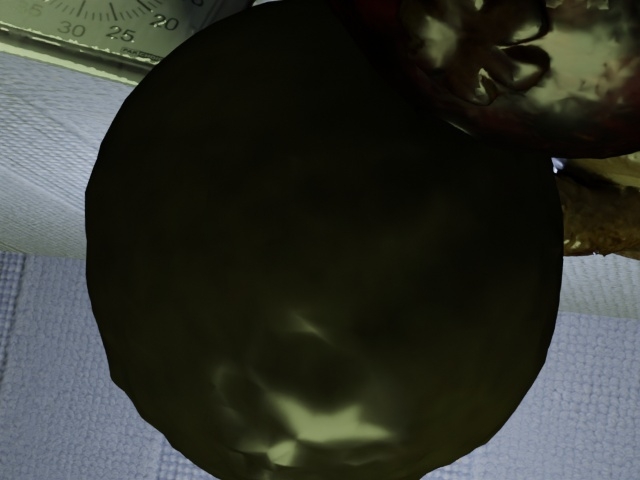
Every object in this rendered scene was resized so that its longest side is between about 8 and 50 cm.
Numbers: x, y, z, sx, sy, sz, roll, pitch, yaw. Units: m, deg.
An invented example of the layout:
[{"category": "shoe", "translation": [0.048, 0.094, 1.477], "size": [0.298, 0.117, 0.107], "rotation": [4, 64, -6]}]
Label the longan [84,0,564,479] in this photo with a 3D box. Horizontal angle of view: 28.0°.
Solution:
[{"category": "longan", "translation": [-0.003, 0.008, 1.052], "size": [0.404, 0.404, 0.436], "rotation": [11, -172, -13]}]

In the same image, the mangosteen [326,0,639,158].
[{"category": "mangosteen", "translation": [0.158, -0.220, 0.796], "size": [0.306, 0.359, 0.306], "rotation": [19, 140, 16]}]

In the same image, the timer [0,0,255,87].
[{"category": "timer", "translation": [-0.180, -0.257, 1.077], "size": [0.257, 0.161, 0.250], "rotation": [13, 163, -21]}]

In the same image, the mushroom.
[{"category": "mushroom", "translation": [0.375, -0.080, 1.422], "size": [0.345, 0.239, 0.345], "rotation": [18, -169, -4]}]
